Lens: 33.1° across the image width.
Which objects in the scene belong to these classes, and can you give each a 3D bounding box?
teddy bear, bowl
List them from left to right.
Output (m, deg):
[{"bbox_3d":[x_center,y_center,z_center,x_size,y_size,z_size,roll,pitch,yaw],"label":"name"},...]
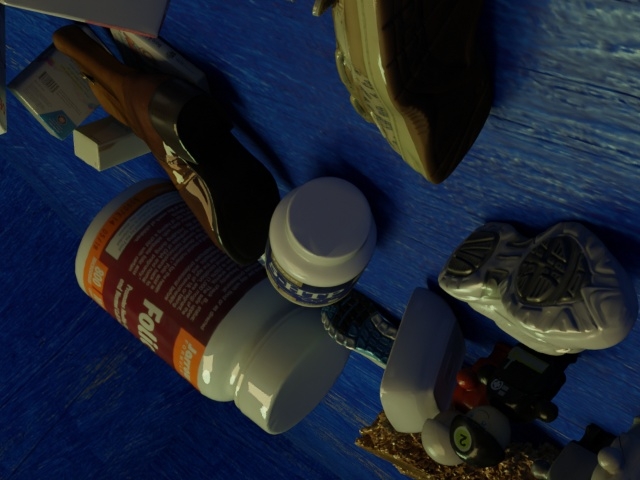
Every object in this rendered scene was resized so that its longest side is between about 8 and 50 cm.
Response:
[{"bbox_3d":[0.118,0.136,1.181,0.053,0.142,0.142,11,153,22],"label":"bowl"},{"bbox_3d":[0.204,0.282,1.380,0.338,0.113,0.245,29,164,-14],"label":"teddy bear"}]

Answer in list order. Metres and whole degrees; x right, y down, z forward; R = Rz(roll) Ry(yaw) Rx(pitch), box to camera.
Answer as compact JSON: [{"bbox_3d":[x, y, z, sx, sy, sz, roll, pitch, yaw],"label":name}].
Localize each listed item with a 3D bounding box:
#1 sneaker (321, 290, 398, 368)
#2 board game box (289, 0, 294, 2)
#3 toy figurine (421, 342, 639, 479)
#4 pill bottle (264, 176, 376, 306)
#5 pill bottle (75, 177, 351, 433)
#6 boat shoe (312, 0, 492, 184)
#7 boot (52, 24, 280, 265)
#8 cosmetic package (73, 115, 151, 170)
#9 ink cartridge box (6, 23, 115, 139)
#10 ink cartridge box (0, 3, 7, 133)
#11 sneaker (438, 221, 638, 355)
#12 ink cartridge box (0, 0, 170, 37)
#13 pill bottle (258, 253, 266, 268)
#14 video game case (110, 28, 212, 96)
[{"bbox_3d":[0.080,0.137,1.411,0.190,0.071,0.083,34,169,30],"label":"sneaker"},{"bbox_3d":[-0.095,-0.264,0.759,0.136,0.035,0.201,26,159,47],"label":"board game box"},{"bbox_3d":[0.219,0.207,1.075,0.209,0.148,0.213,42,165,1],"label":"toy figurine"},{"bbox_3d":[0.000,0.000,1.127,0.112,0.112,0.187,41,166,6],"label":"pill bottle"},{"bbox_3d":[-0.158,0.096,1.602,0.392,0.224,0.224,36,165,24],"label":"pill bottle"},{"bbox_3d":[0.042,-0.128,0.653,0.089,0.105,0.285,33,164,22],"label":"boat shoe"},{"bbox_3d":[-0.188,-0.110,1.265,0.280,0.096,0.264,29,162,42],"label":"boot"},{"bbox_3d":[-0.258,-0.136,1.401,0.060,0.115,0.041,30,133,35],"label":"cosmetic package"},{"bbox_3d":[-0.320,-0.203,1.366,0.088,0.122,0.052,51,167,-30],"label":"ink cartridge box"},{"bbox_3d":[-0.448,-0.264,1.304,0.172,0.100,0.237,97,167,-73],"label":"ink cartridge box"},{"bbox_3d":[0.190,0.048,0.847,0.115,0.090,0.232,40,176,-18],"label":"sneaker"},{"bbox_3d":[-0.249,-0.258,0.940,0.158,0.092,0.218,4,-159,-46],"label":"ink cartridge box"},{"bbox_3d":[-0.039,0.021,1.382,0.120,0.067,0.067,46,165,-13],"label":"pill bottle"},{"bbox_3d":[-0.178,-0.188,1.239,0.143,0.019,0.157,38,165,15],"label":"video game case"}]
